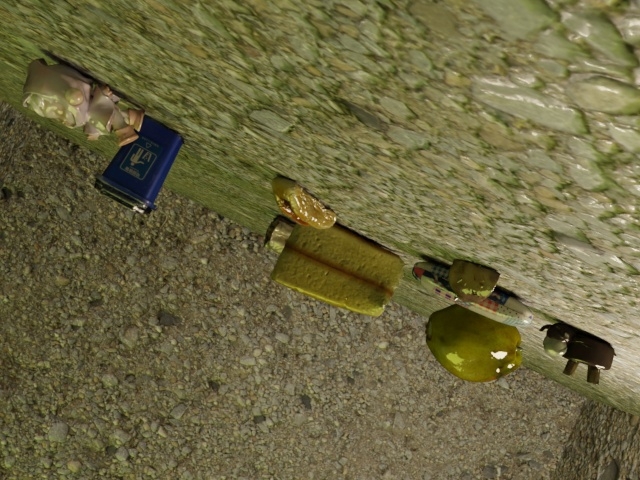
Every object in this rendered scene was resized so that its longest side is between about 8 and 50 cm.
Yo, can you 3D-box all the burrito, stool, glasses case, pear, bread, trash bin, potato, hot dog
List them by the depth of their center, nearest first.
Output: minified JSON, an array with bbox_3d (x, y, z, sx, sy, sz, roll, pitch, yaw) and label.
[{"bbox_3d":[0.341,0.102,1.330,0.100,0.089,0.172,28,176,4],"label":"potato"},{"bbox_3d":[-0.044,-0.083,1.465,0.084,0.073,0.242,16,170,34],"label":"hot dog"},{"bbox_3d":[0.663,0.293,1.493,0.217,0.121,0.125,22,176,-7],"label":"stool"},{"bbox_3d":[0.390,0.138,1.494,0.327,0.076,0.125,24,176,19],"label":"glasses case"},{"bbox_3d":[-0.472,-0.196,1.530,0.162,0.234,0.184,29,174,-9],"label":"trash bin"},{"bbox_3d":[0.054,0.087,1.747,0.361,0.233,0.245,26,174,0],"label":"bread"},{"bbox_3d":[0.500,0.335,1.897,0.321,0.269,0.269,9,167,27],"label":"pear"},{"bbox_3d":[-0.054,0.028,2.213,0.332,0.135,0.190,24,168,-7],"label":"burrito"}]

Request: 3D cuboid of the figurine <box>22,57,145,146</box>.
[{"bbox_3d":[-0.552,-0.318,1.342,0.276,0.133,0.200,24,163,-21],"label":"figurine"}]
